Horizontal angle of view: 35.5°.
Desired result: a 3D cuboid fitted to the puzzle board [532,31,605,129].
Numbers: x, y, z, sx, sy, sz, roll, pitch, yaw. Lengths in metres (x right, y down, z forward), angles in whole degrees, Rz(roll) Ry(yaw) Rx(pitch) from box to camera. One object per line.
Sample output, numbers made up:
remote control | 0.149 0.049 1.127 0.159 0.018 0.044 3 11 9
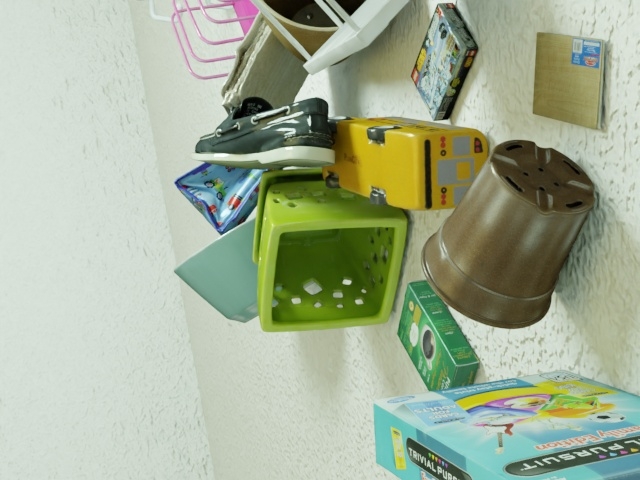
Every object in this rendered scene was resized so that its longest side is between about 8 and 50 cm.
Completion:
puzzle board | 0.279 -0.182 1.124 0.128 0.011 0.096 -145 53 -64

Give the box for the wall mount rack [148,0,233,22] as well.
wall mount rack | -0.296 -0.663 2.264 0.130 0.350 0.304 12 116 31

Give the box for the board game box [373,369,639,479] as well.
board game box | 0.235 0.216 1.014 0.336 0.254 0.079 -168 73 -69

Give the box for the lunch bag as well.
lunch bag | -0.123 -0.149 1.931 0.138 0.293 0.221 47 176 1

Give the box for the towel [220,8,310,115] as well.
towel | -0.080 -0.303 1.732 0.282 0.049 0.187 -64 -25 -20

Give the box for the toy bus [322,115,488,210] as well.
toy bus | 0.106 -0.121 1.454 0.332 0.130 0.108 -153 57 -67

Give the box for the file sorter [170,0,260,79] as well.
file sorter | -0.194 -0.495 2.075 0.291 0.182 0.202 121 131 -60

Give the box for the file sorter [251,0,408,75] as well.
file sorter | 0.054 -0.374 1.233 0.173 0.278 0.193 46 166 -13

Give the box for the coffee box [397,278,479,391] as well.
coffee box | 0.173 0.159 1.494 0.184 0.040 0.113 -118 28 -47

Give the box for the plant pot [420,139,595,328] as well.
plant pot | 0.219 -0.015 1.141 0.165 0.167 0.167 111 148 -40

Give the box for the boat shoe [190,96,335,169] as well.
boat shoe | -0.095 -0.172 1.574 0.340 0.127 0.113 4 90 59

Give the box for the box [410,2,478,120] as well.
box | 0.170 -0.246 1.386 0.137 0.027 0.094 109 147 -50

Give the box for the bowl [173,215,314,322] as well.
bowl | -0.114 0.050 1.958 0.163 0.311 0.311 60 158 3

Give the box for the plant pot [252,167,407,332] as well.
plant pot | 0.000 0.000 1.673 0.207 0.228 0.227 -109 21 -51

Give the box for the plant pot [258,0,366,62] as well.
plant pot | 0.006 -0.380 1.566 0.254 0.237 0.237 90 169 -76
